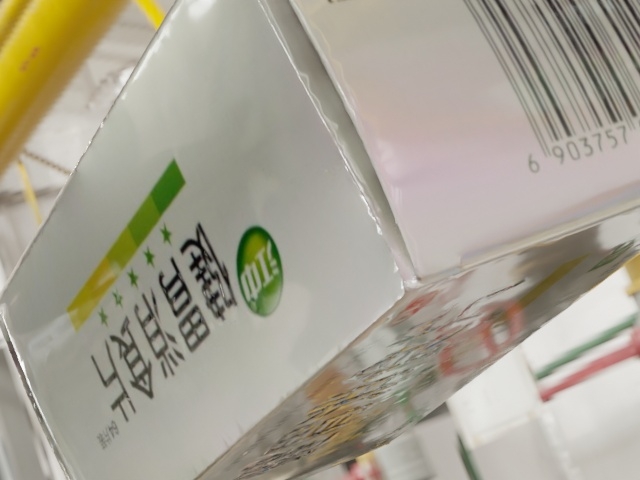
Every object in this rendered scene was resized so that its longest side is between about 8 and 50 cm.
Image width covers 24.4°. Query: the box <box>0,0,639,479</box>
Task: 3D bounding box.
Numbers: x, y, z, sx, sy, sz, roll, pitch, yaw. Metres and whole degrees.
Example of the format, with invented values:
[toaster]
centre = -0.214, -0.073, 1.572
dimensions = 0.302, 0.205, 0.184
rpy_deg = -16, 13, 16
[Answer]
[box]
centre = -0.001, 0.001, 0.620
dimensions = 0.173, 0.145, 0.333
rpy_deg = -16, -18, -33
